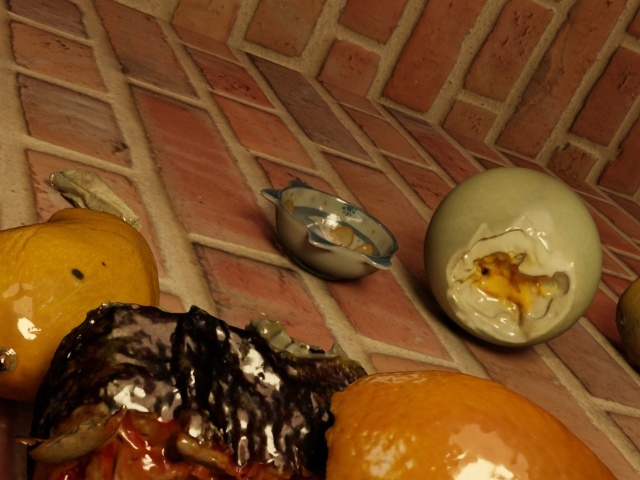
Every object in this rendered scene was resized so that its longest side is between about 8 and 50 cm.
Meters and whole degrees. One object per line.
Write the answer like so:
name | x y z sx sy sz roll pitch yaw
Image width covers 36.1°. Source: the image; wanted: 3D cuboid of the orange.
orange | 0.134 0.261 0.785 0.274 0.310 0.274 -1 23 1

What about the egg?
egg | 0.306 0.019 1.574 0.278 0.278 0.336 28 20 2

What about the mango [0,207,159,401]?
mango | -0.250 0.053 0.969 0.187 0.144 0.359 31 17 3

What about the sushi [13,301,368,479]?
sushi | -0.087 0.168 0.805 0.343 0.196 0.182 18 26 -29

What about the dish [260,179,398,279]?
dish | 0.000 0.000 1.511 0.228 0.086 0.236 17 22 -22

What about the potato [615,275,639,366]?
potato | 0.701 0.218 1.744 0.296 0.290 0.397 -7 70 -10

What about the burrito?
burrito | -0.300 -0.053 1.323 0.149 0.041 0.055 36 35 25
